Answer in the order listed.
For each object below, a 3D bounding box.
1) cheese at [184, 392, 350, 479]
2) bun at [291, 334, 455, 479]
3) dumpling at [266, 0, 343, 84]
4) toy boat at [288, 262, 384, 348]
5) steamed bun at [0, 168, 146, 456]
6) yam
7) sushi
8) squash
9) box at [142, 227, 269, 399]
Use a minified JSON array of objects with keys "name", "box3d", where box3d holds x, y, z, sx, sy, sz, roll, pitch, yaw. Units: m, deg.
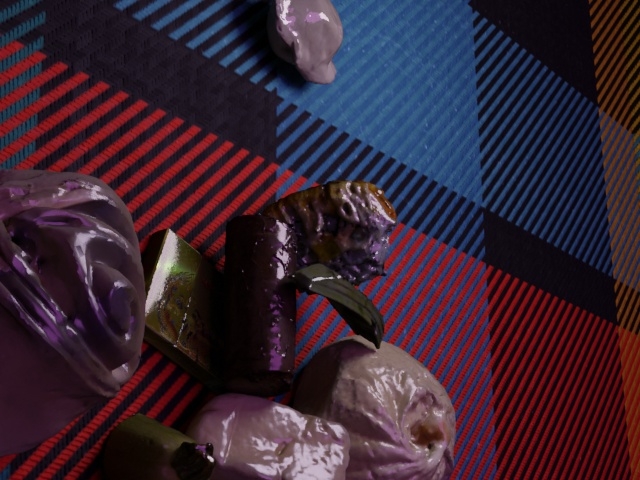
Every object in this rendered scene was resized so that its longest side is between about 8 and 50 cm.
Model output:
[{"name":"cheese","box3d":[-0.083,0.329,1.806,0.262,0.093,0.159,22,42,-13]},{"name":"bun","box3d":[0.113,0.332,2.044,0.352,0.227,0.349,19,61,-52]},{"name":"dumpling","box3d":[-0.028,-0.387,2.183,0.250,0.132,0.163,39,39,-61]},{"name":"toy boat","box3d":[0.038,0.099,1.904,0.055,0.093,0.293,-56,147,-6]},{"name":"steamed bun","box3d":[-0.348,0.070,1.476,0.352,0.247,0.339,-38,108,-48]},{"name":"yam","box3d":[-0.094,0.097,1.843,0.131,0.131,0.280,27,55,-47]},{"name":"sushi","box3d":[0.000,0.000,2.025,0.139,0.274,0.184,-6,81,-80]},{"name":"squash","box3d":[-0.218,0.317,1.596,0.137,0.287,0.137,1,88,-24]},{"name":"box","box3d":[-0.176,0.137,1.866,0.311,0.043,0.173,44,45,-37]}]
